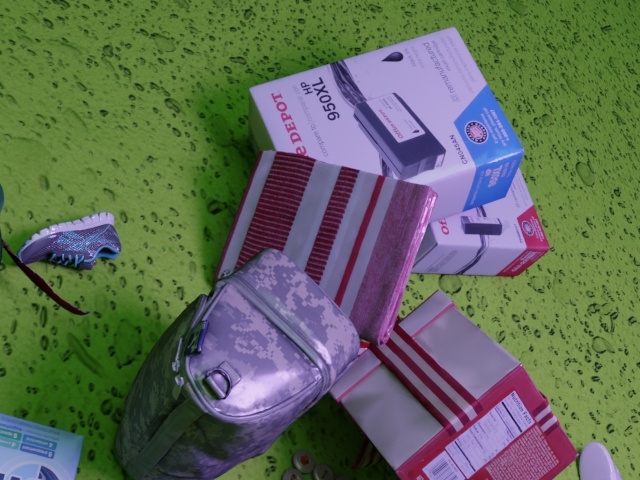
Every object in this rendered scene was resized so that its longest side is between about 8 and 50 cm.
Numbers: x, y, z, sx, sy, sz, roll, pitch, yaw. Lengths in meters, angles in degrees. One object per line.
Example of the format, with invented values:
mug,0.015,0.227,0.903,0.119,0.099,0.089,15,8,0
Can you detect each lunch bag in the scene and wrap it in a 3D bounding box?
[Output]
lunch bag,-0.126,0.189,1.229,0.212,0.305,0.256,45,46,4

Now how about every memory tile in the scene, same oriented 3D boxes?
memory tile,-0.016,0.386,1.357,0.113,0.012,0.148,37,47,-5

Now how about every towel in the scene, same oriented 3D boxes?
towel,0.000,0.000,1.397,0.037,0.329,0.237,26,83,-54

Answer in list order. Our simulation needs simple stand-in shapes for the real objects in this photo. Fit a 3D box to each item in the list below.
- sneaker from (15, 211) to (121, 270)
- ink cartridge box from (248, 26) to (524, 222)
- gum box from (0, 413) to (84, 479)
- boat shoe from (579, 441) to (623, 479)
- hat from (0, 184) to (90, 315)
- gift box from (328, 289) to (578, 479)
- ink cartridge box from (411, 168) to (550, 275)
sneaker,-0.364,0.013,1.372,0.166,0.065,0.076,-22,77,-38
ink cartridge box,0.102,-0.167,1.611,0.395,0.166,0.285,-19,66,-11
gum box,-0.392,0.313,1.156,0.157,0.041,0.184,21,51,-19
boat shoe,0.507,0.441,1.612,0.063,0.066,0.184,12,50,-42
hat,-0.470,0.035,1.309,0.173,0.183,0.208,-34,44,-6
gift box,0.159,0.253,1.333,0.276,0.258,0.255,-34,122,-6
ink cartridge box,0.272,-0.044,1.767,0.273,0.114,0.197,2,59,-29
